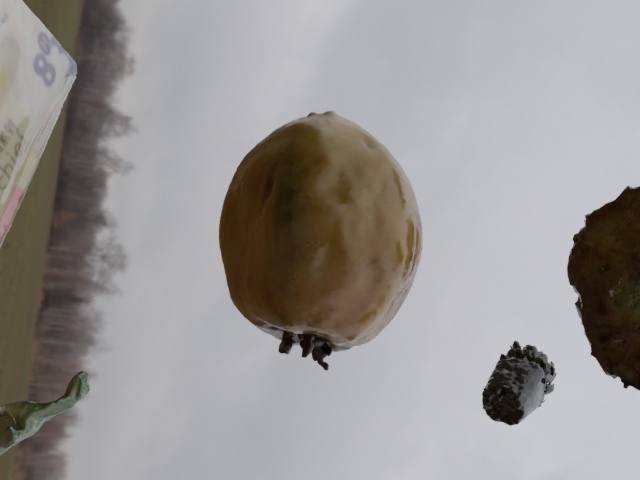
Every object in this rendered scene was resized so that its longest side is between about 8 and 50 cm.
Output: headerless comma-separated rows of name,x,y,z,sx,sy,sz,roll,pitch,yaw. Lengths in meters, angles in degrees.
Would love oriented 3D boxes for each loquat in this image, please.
loquat,0.000,0.000,0.745,0.187,0.176,0.234,145,-54,-68

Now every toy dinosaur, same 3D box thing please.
toy dinosaur,-0.184,0.114,0.484,0.120,0.060,0.029,-39,-105,29

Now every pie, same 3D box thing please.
pie,0.465,0.062,0.954,0.355,0.103,0.288,17,-71,32

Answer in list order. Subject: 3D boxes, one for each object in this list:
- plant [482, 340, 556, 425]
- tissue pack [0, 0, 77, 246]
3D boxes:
plant,0.303,0.215,1.257,0.092,0.143,0.094,4,-66,35
tissue pack,-0.322,-0.129,0.522,0.343,0.126,0.242,54,42,-50
